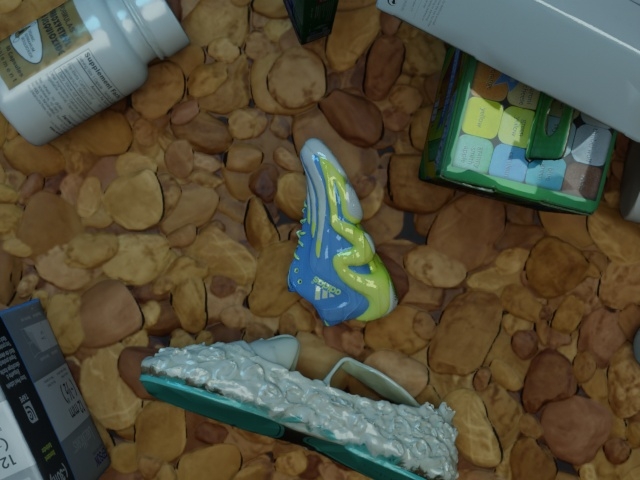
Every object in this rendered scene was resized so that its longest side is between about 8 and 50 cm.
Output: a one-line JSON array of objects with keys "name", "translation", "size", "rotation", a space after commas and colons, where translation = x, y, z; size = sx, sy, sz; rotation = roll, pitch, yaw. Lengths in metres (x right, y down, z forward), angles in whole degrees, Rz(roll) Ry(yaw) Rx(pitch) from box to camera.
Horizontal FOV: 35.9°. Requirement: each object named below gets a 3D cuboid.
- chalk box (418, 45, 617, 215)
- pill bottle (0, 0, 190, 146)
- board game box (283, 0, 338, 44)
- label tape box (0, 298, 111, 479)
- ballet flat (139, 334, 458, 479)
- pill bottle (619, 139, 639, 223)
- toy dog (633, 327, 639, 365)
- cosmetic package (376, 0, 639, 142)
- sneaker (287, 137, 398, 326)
[{"name": "chalk box", "translation": [0.227, -0.134, 1.116], "size": [0.179, 0.289, 0.180], "rotation": [14, 92, -1]}, {"name": "pill bottle", "translation": [-0.280, -0.224, 1.190], "size": [0.229, 0.131, 0.131], "rotation": [-31, 92, 1]}, {"name": "board game box", "translation": [-0.039, -0.349, 1.093], "size": [0.046, 0.317, 0.213], "rotation": [-20, 92, -1]}, {"name": "label tape box", "translation": [-0.338, 0.254, 1.147], "size": [0.115, 0.249, 0.347], "rotation": [-26, 92, 1]}, {"name": "ballet flat", "translation": [-0.016, 0.197, 1.224], "size": [0.409, 0.147, 0.147], "rotation": [22, 92, -4]}, {"name": "pill bottle", "translation": [0.553, -0.066, 1.151], "size": [0.363, 0.210, 0.210], "rotation": [13, 92, 6]}, {"name": "toy dog", "translation": [0.572, 0.142, 1.190], "size": [0.334, 0.161, 0.220], "rotation": [-22, 92, 1]}, {"name": "cosmetic package", "translation": [0.258, -0.298, 1.024], "size": [0.284, 0.097, 0.377], "rotation": [29, 48, 1]}, {"name": "sneaker", "translation": [0.000, 0.000, 1.219], "size": [0.126, 0.091, 0.240], "rotation": [-24, 93, 1]}]
